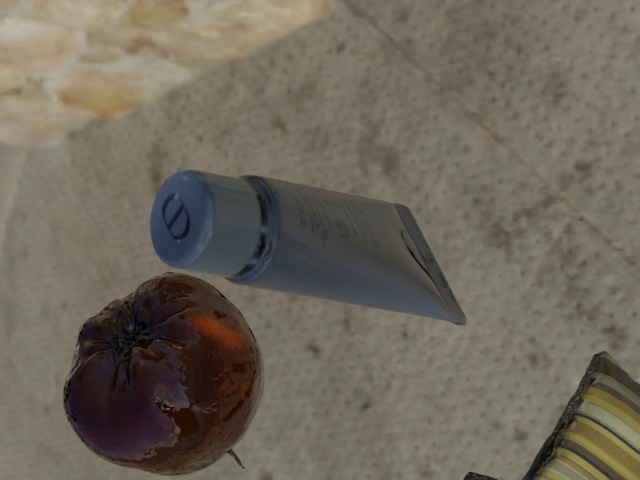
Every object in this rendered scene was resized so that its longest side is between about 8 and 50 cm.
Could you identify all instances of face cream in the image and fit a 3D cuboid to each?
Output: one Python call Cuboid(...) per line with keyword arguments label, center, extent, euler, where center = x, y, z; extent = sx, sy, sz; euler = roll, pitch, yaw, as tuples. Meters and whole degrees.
Cuboid(label="face cream", center=(0.000, 0.000, 1.202), extent=(0.089, 0.314, 0.143), euler=(-48, 52, 31))

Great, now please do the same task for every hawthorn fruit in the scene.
Cuboid(label="hawthorn fruit", center=(-0.094, 0.086, 0.875), extent=(0.125, 0.140, 0.125), euler=(-3, 76, 12))

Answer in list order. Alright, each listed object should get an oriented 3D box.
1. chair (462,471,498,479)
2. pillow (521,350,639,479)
Cuboid(label="chair", center=(0.083, 0.360, 0.662), extent=(0.203, 0.416, 0.240), euler=(14, 144, 26))
Cuboid(label="pillow", center=(0.231, 0.214, 0.993), extent=(0.208, 0.212, 0.052), euler=(40, 145, -1))
